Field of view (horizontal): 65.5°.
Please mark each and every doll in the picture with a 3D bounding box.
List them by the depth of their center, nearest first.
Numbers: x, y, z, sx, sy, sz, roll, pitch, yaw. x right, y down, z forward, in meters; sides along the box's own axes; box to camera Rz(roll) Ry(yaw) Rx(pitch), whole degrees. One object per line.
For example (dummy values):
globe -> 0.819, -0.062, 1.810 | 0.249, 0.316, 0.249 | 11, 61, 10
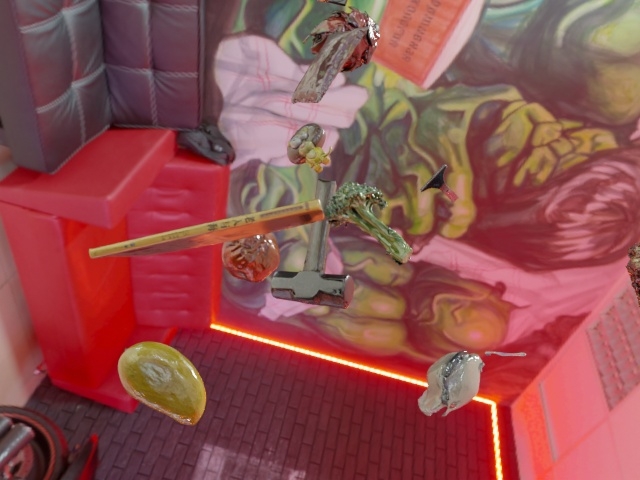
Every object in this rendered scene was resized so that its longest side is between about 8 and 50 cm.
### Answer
doll -> -0.030, -0.297, 1.561 | 0.096, 0.188, 0.145 | 27, 90, -46

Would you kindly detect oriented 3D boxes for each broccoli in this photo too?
broccoli -> 0.100, -0.033, 0.962 | 0.118, 0.204, 0.122 | -49, 153, 8

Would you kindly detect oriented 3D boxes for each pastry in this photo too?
pastry -> 0.776, 0.096, 1.147 | 0.115, 0.208, 0.097 | -39, -156, -18

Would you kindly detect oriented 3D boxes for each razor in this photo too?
razor -> 0.253, -0.098, 1.001 | 0.066, 0.033, 0.190 | -47, 158, 13

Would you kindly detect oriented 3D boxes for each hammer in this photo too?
hammer -> 0.000, 0.000, 1.522 | 0.095, 0.243, 0.408 | 44, 51, -58

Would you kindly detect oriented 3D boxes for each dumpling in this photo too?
dumpling -> 0.425, 0.468, 1.693 | 0.293, 0.163, 0.205 | -39, -156, -28

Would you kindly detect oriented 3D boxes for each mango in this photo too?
mango -> -0.515, 0.460, 1.654 | 0.195, 0.332, 0.142 | -60, -176, -8

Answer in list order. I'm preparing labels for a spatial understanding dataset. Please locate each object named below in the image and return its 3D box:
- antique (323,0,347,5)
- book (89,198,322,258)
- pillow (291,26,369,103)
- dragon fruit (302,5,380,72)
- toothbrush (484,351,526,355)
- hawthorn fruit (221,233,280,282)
antique -> -0.014, -0.708, 1.429 | 0.015, 0.192, 0.031 | -4, 112, -77
book -> -0.183, -0.017, 0.928 | 0.269, 0.389, 0.032 | 14, 64, -87
pillow -> 0.011, -0.353, 0.997 | 0.118, 0.043, 0.185 | 25, -100, 53
dragon fruit -> 0.070, -0.579, 1.449 | 0.189, 0.182, 0.182 | -18, -135, 41
toothbrush -> 0.564, 0.347, 1.523 | 0.131, 0.013, 0.011 | -12, -153, 46
hawthorn fruit -> -0.270, 0.034, 1.768 | 0.243, 0.208, 0.207 | 48, 47, -42
